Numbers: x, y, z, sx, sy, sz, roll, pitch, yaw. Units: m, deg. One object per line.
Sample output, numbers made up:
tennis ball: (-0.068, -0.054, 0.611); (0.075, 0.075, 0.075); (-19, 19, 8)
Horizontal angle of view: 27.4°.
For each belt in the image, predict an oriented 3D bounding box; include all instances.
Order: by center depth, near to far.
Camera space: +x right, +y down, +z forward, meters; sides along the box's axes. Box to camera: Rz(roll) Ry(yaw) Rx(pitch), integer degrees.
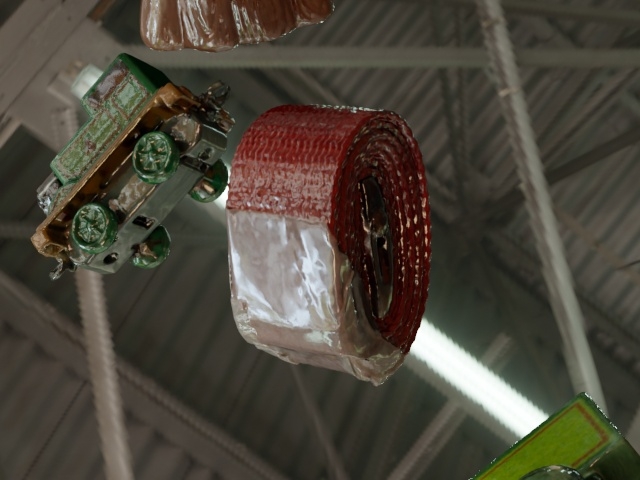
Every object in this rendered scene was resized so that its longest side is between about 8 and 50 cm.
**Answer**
belt: (0.000, 0.000, 0.957); (0.128, 0.124, 0.200); (-24, -65, -49)

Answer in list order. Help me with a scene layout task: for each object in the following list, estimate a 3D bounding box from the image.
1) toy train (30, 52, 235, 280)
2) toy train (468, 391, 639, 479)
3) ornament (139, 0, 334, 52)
toy train: (-0.166, -0.064, 1.120); (0.136, 0.227, 0.091); (52, -165, 27)
toy train: (0.193, 0.226, 0.782); (0.159, 0.188, 0.271); (-40, -72, 3)
ornament: (-0.100, -0.327, 1.288); (0.235, 0.221, 0.217); (-42, -41, -27)
